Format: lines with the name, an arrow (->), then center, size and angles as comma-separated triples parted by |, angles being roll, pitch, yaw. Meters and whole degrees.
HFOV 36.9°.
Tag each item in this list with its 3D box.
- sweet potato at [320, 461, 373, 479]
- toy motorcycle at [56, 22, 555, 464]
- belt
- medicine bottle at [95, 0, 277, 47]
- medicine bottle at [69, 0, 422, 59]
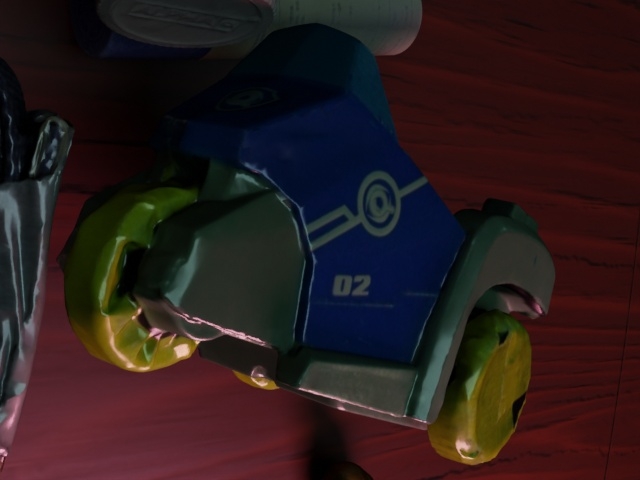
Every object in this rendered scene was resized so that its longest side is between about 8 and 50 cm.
sweet potato -> 0.030, 0.244, 0.786 | 0.053, 0.054, 0.182 | -64, 143, -55
toy motorcycle -> 0.000, 0.000, 0.547 | 0.326, 0.191, 0.200 | 32, 76, -56
belt -> -0.192, 0.013, 0.449 | 0.139, 0.126, 0.231 | 7, 92, -13
medicine bottle -> -0.068, -0.200, 0.480 | 0.132, 0.088, 0.188 | 6, 77, -43
medicine bottle -> -0.036, -0.141, 0.590 | 0.231, 0.059, 0.059 | -10, 111, -40
